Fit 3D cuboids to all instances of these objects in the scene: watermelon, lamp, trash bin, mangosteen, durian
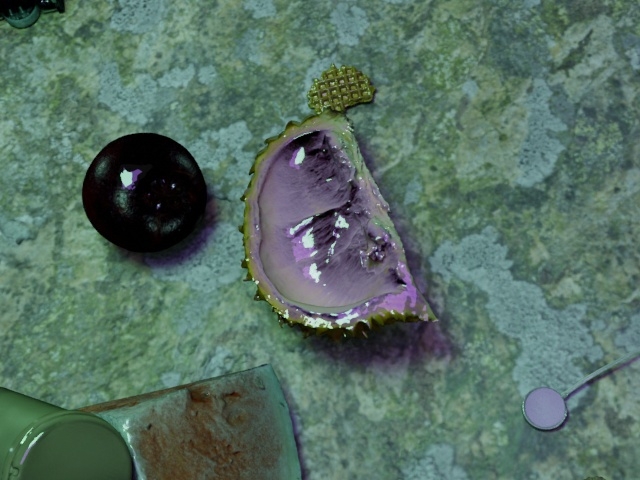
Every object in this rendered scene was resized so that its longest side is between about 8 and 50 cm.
[{"bbox_3d":[-0.147,0.230,1.165,0.262,0.201,0.212,-17,73,-9],"label":"watermelon"},{"bbox_3d":[0.314,0.146,1.241,0.198,0.056,0.050,-32,70,-5],"label":"lamp"},{"bbox_3d":[-0.303,0.275,1.113,0.121,0.247,0.243,9,88,-36],"label":"trash bin"},{"bbox_3d":[-0.215,-0.058,1.341,0.153,0.152,0.152,-2,66,4],"label":"mangosteen"},{"bbox_3d":[-0.001,-0.001,1.308,0.191,0.112,0.341,-25,58,4],"label":"durian"}]

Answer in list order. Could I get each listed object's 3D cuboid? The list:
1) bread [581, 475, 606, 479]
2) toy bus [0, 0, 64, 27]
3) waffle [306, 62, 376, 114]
[{"bbox_3d":[0.280,0.334,1.154,0.152,0.127,0.147,-9,58,-36],"label":"bread"},{"bbox_3d":[-0.501,-0.377,1.504,0.276,0.133,0.164,-8,66,0],"label":"toy bus"},{"bbox_3d":[0.024,-0.193,1.436,0.085,0.016,0.078,-41,65,-13],"label":"waffle"}]
